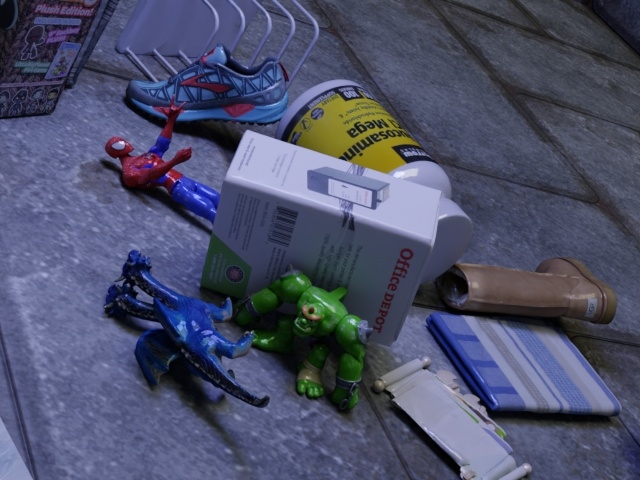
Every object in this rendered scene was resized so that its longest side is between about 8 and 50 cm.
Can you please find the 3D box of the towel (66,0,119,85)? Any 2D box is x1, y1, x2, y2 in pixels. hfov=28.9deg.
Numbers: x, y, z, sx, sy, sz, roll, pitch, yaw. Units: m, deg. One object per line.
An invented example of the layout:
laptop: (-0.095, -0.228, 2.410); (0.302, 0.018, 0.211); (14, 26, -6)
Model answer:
towel: (-0.438, -0.438, 1.866); (0.312, 0.324, 0.056); (33, 21, 3)

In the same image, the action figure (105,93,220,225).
action figure: (-0.171, -0.097, 1.768); (0.280, 0.139, 0.091); (28, 25, 0)

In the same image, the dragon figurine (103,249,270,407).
dragon figurine: (-0.162, 0.117, 1.446); (0.144, 0.085, 0.289); (11, 28, -30)

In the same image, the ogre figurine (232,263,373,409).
ogre figurine: (-0.015, 0.112, 1.573); (0.097, 0.118, 0.197); (0, 39, -46)

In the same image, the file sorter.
file sorter: (-0.171, -0.356, 2.158); (0.278, 0.193, 0.173); (-7, 47, -51)

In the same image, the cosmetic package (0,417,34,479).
cosmetic package: (-0.380, 0.201, 1.020); (0.224, 0.138, 0.224); (2, 36, -44)

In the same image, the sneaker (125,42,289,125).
sneaker: (-0.181, -0.260, 1.991); (0.262, 0.125, 0.104); (1, 25, -6)

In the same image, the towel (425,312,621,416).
towel: (0.307, 0.189, 1.869); (0.285, 0.034, 0.209); (7, 34, -38)

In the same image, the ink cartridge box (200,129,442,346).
ink cartridge box: (0.000, 0.000, 1.620); (0.273, 0.198, 0.115); (18, 41, 0)

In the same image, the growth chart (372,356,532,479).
growth chart: (0.179, 0.244, 1.653); (0.172, 0.021, 0.237); (-5, 43, -51)

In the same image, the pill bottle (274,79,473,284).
pill bottle: (0.085, -0.090, 1.950); (0.188, 0.188, 0.334); (1, 38, -45)

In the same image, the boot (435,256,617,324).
boot: (0.313, 0.068, 2.017); (0.269, 0.089, 0.236); (6, 7, -18)

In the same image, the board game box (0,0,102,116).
board game box: (-0.448, -0.358, 1.755); (0.232, 0.291, 0.141); (41, 28, 21)
